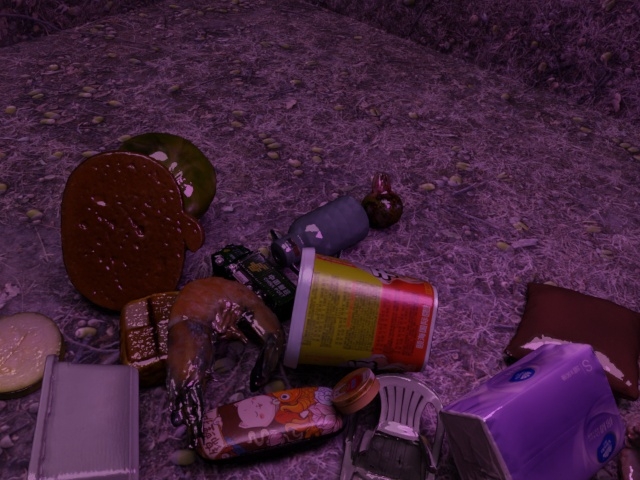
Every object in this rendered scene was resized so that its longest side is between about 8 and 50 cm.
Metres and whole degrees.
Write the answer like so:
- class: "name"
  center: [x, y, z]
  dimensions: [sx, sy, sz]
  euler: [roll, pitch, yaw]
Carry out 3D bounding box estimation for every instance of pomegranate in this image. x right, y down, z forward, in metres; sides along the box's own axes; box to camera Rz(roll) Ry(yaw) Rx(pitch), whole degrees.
- class: "pomegranate"
  center: [0.195, -0.118, 1.774]
  dimensions: [0.125, 0.163, 0.138]
  euler: [18, 18, -11]

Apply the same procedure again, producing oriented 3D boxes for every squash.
- class: "squash"
  center: [-0.693, 0.261, 1.319]
  dimensions: [0.219, 0.041, 0.219]
  euler: [3, 46, -3]

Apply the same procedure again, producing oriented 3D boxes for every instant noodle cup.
- class: "instant noodle cup"
  center: [0.088, 0.168, 1.319]
  dimensions: [0.307, 0.294, 0.294]
  euler: [9, 41, -2]

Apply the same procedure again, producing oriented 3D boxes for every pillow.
- class: "pillow"
  center: [0.648, 0.233, 1.471]
  dimensions: [0.305, 0.109, 0.308]
  euler: [18, 40, 20]

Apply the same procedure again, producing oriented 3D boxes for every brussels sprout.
- class: "brussels sprout"
  center: [-0.470, -0.130, 1.612]
  dimensions: [0.289, 0.281, 0.355]
  euler: [43, 68, -4]

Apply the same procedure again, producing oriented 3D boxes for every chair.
- class: "chair"
  center: [0.149, 0.409, 1.154]
  dimensions: [0.203, 0.191, 0.275]
  euler: [12, 13, 5]

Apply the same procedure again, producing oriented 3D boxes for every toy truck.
- class: "toy truck"
  center: [-0.173, 0.109, 1.519]
  dimensions: [0.121, 0.088, 0.259]
  euler: [-29, 53, -31]

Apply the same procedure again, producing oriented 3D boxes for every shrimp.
- class: "shrimp"
  center: [-0.210, 0.252, 1.261]
  dimensions: [0.271, 0.085, 0.445]
  euler: [18, 38, -14]

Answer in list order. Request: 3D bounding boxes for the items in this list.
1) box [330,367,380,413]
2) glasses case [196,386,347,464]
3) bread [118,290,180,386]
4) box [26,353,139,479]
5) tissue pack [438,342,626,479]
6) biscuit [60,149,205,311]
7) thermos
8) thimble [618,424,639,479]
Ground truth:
- class: "box"
  center: [0.071, 0.309, 1.198]
  dimensions: [0.037, 0.105, 0.105]
  euler: [54, 48, -9]
- class: "glasses case"
  center: [-0.102, 0.381, 1.214]
  dimensions: [0.320, 0.082, 0.122]
  euler: [-9, 33, -14]
- class: "bread"
  center: [-0.374, 0.226, 1.355]
  dimensions: [0.181, 0.096, 0.222]
  euler: [-8, 44, -13]
- class: "box"
  center: [-0.445, 0.380, 1.124]
  dimensions: [0.182, 0.175, 0.312]
  euler: [2, 41, -18]
- class: "tissue pack"
  center: [0.427, 0.380, 1.161]
  dimensions: [0.338, 0.160, 0.242]
  euler: [-22, 90, -29]
- class: "biscuit"
  center: [-0.463, -0.021, 1.448]
  dimensions: [0.350, 0.395, 0.070]
  euler: [6, 3, -9]
- class: "thermos"
  center: [0.000, 0.000, 1.636]
  dimensions: [0.286, 0.145, 0.182]
  euler: [-29, 85, -31]
- class: "thimble"
  center: [0.691, 0.469, 1.139]
  dimensions: [0.148, 0.196, 0.229]
  euler: [7, 42, 2]
